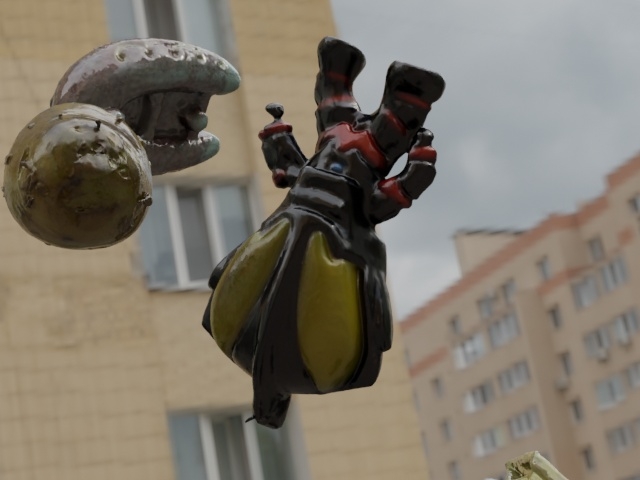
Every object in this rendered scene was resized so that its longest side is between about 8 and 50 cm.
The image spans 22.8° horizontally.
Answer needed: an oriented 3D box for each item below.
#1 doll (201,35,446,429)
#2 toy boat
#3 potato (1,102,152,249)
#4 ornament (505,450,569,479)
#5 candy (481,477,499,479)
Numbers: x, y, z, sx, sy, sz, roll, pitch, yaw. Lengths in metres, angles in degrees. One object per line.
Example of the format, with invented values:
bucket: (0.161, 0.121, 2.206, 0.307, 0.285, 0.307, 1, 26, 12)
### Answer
doll: (-0.003, -0.001, 1.001, 0.088, 0.249, 0.127, 19, 3, -37)
toy boat: (-0.179, -0.134, 1.686, 0.227, 0.085, 0.155, 0, -60, -44)
potato: (-0.219, -0.058, 1.439, 0.137, 0.137, 0.176, -11, 17, 1)
ornament: (0.201, 0.221, 1.263, 0.059, 0.180, 0.201, -48, -51, -1)
candy: (0.173, 0.258, 1.151, 0.051, 0.094, 0.226, -42, -64, -5)
